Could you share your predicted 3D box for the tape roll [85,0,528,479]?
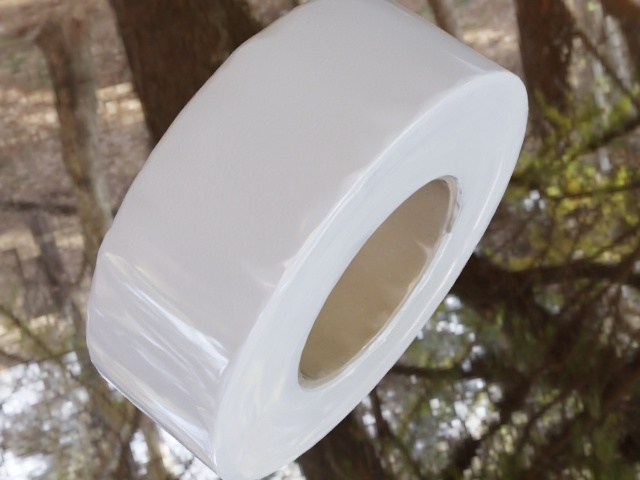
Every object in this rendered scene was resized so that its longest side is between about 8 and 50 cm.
[{"bbox_3d":[0.000,0.000,0.663,0.100,0.286,0.286,35,-146,20],"label":"tape roll"}]
